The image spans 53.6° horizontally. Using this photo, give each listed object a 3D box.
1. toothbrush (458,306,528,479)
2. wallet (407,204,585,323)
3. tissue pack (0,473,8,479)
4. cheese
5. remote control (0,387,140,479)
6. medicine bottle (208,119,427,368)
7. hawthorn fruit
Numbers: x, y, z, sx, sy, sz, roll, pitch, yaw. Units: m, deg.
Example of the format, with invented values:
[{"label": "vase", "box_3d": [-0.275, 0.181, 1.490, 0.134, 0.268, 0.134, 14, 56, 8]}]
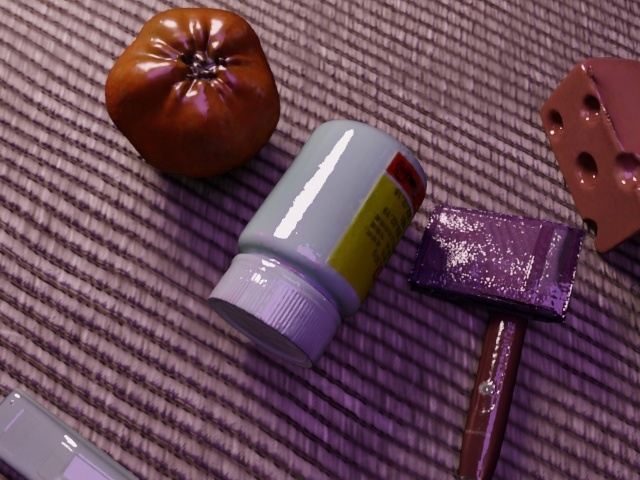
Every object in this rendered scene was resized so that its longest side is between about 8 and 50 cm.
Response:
[{"label": "toothbrush", "box_3d": [0.166, 0.184, 0.636, 0.041, 0.041, 0.363, 19, 69, 2]}, {"label": "wallet", "box_3d": [0.186, 0.019, 0.676, 0.166, 0.030, 0.111, 12, 67, 22]}, {"label": "tissue pack", "box_3d": [-0.423, 0.235, 0.528, 0.316, 0.103, 0.228, 35, 72, 9]}, {"label": "cheese", "box_3d": [0.383, -0.109, 0.718, 0.177, 0.128, 0.202, -12, 70, -9]}, {"label": "remote control", "box_3d": [-0.247, 0.207, 0.594, 0.162, 0.029, 0.061, 33, 69, 7]}, {"label": "medicine bottle", "box_3d": [0.000, 0.000, 0.635, 0.139, 0.139, 0.225, 31, 70, 6]}, {"label": "hawthorn fruit", "box_3d": [-0.133, -0.147, 0.660, 0.189, 0.189, 0.189, 2, 70, -5]}]
